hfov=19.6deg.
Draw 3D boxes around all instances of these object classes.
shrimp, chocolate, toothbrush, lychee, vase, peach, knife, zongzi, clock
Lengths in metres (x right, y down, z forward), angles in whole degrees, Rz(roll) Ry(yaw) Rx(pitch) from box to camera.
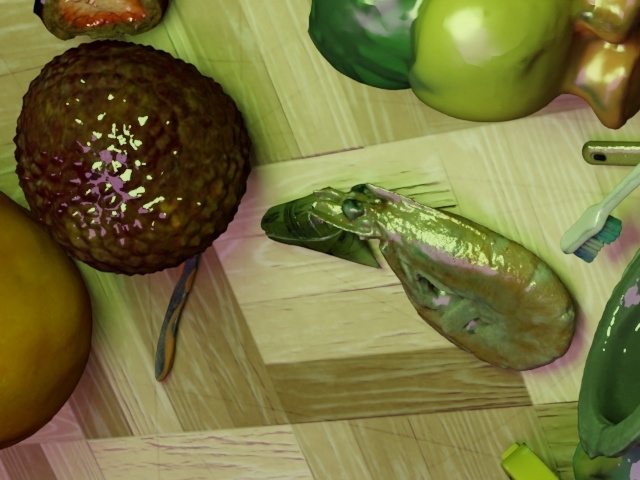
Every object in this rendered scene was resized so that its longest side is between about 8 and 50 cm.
[{"bbox_3d":[0.125,0.037,1.966,0.317,0.077,0.168,29,132,9],"label":"shrimp"},{"bbox_3d":[-0.228,-0.267,1.962,0.133,0.127,0.124,21,166,-18],"label":"chocolate"},{"bbox_3d":[0.363,-0.112,1.725,0.040,0.042,0.418,23,130,-23],"label":"toothbrush"},{"bbox_3d":[-0.207,-0.087,1.982,0.260,0.260,0.261,15,125,23],"label":"lychee"},{"bbox_3d":[0.421,0.135,1.728,0.291,0.245,0.245,21,131,-11],"label":"vase"},{"bbox_3d":[-0.435,0.092,2.193,0.342,0.302,0.343,7,114,16],"label":"peach"},{"bbox_3d":[0.395,-0.072,1.769,0.298,0.017,0.047,2,122,26],"label":"knife"},{"bbox_3d":[-0.163,0.049,2.181,0.031,0.023,0.321,30,129,21],"label":"toothbrush"},{"bbox_3d":[0.000,0.000,2.040,0.104,0.052,0.113,-15,123,45],"label":"zongzi"},{"bbox_3d":[0.281,0.337,1.944,0.071,0.293,0.277,-40,90,-3],"label":"clock"}]

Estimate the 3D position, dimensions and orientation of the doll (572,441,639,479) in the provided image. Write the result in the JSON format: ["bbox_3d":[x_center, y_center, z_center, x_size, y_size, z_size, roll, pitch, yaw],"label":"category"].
[{"bbox_3d":[0.394,0.270,1.881,0.260,0.161,0.177,42,150,-6],"label":"doll"}]

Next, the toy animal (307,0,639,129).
[{"bbox_3d":[0.138,-0.209,1.722,0.338,0.191,0.216,16,131,21],"label":"toy animal"}]
